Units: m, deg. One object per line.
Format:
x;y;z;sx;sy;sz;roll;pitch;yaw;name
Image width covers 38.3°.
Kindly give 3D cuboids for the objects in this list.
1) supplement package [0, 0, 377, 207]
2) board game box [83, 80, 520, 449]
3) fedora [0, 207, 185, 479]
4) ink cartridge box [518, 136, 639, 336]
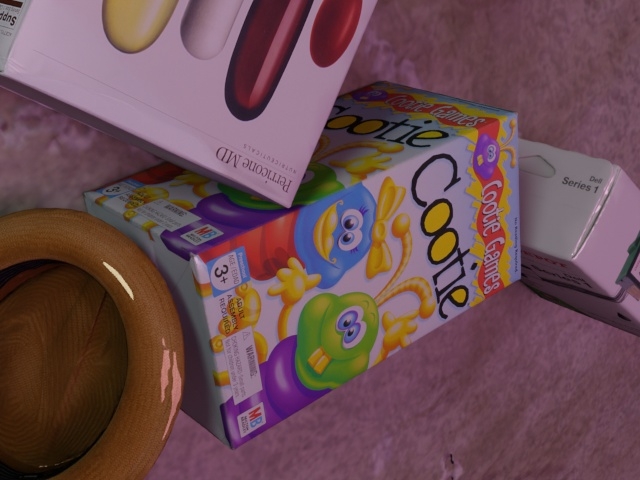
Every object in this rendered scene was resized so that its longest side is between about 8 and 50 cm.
-0.085;-0.156;0.520;0.194;0.149;0.203;23;89;-44;supplement package
0.000;0.000;0.659;0.275;0.142;0.144;-26;122;-32;board game box
-0.161;0.076;0.565;0.079;0.194;0.194;-4;113;-79;fedora
0.234;-0.001;0.854;0.219;0.160;0.093;32;84;-43;ink cartridge box
